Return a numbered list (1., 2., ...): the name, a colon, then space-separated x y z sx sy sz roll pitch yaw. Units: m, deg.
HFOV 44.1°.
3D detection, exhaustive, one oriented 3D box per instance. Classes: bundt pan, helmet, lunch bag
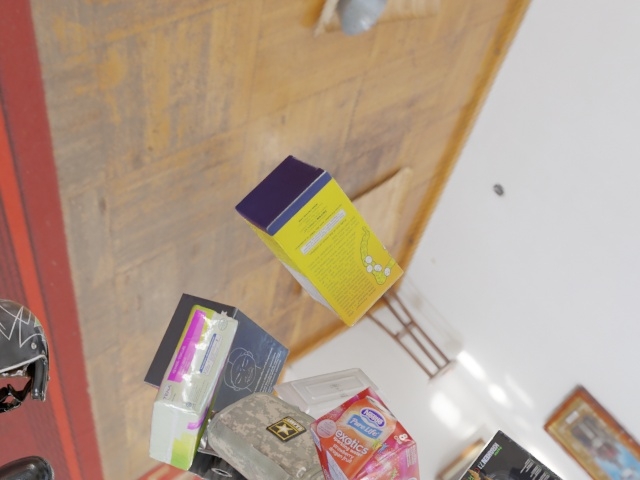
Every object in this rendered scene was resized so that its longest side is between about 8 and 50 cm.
1. bundt pan: -0.228 0.530 1.995 0.331 0.330 0.124 97 12 -60
2. helmet: -0.459 0.159 1.099 0.169 0.169 0.161 -25 132 -36
3. lunch bag: -0.057 0.415 1.515 0.169 0.235 0.287 -58 147 -5

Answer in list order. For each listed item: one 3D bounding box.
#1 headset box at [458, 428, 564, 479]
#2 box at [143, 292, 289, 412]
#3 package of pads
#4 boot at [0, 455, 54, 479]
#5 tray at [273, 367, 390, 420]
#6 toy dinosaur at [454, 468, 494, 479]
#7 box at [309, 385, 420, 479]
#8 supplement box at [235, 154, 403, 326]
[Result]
1. headset box: 0.535 0.708 2.187 0.246 0.283 0.131 -51 164 -1
2. box: -0.307 0.384 2.429 0.293 0.212 0.395 -68 151 -18
3. package of pads: -0.255 0.290 1.562 0.296 0.101 0.229 111 -3 -52
4. boot: -0.846 0.610 1.813 0.367 0.146 0.445 -29 164 -10
5. tray: 0.033 0.367 1.930 0.270 0.145 0.030 -5 123 -35
6. toy dinosaur: 0.353 0.587 1.782 0.211 0.064 0.112 9 -106 66
7. box: 0.080 0.376 1.289 0.122 0.128 0.257 -29 139 -16
8. supplement box: 0.000 0.000 1.883 0.195 0.194 0.356 -44 122 -9
